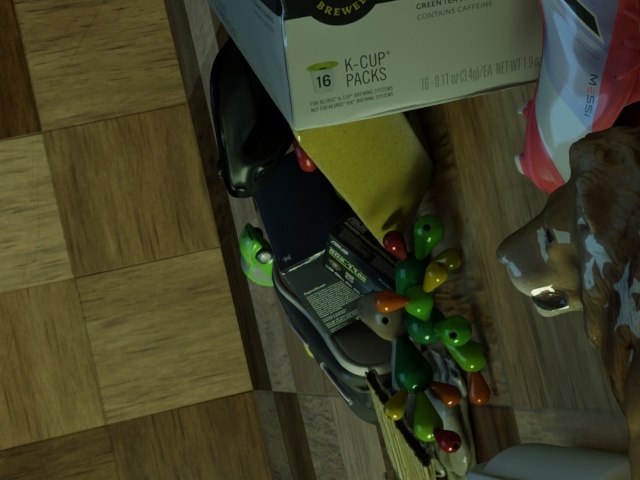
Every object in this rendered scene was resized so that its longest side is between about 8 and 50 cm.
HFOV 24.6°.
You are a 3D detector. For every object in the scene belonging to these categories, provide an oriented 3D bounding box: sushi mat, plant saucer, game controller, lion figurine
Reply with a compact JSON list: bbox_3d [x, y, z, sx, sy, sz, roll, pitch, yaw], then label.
[{"bbox_3d":[0.108,0.284,1.624,0.151,0.019,0.316,55,167,43],"label":"sushi mat"},{"bbox_3d":[0.013,-0.193,1.356,0.333,0.081,0.333,45,-154,-66],"label":"plant saucer"},{"bbox_3d":[-0.061,-0.180,1.671,0.319,0.067,0.166,-64,-38,-58],"label":"game controller"},{"bbox_3d":[0.200,0.107,0.691,0.392,0.142,0.240,-110,8,-65],"label":"lion figurine"}]

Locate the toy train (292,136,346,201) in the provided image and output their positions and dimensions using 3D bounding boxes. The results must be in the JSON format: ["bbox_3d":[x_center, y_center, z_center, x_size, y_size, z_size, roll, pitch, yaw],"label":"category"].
[{"bbox_3d":[0.032,-0.081,1.583,0.143,0.105,0.248,73,178,-64],"label":"toy train"}]

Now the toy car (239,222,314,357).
[{"bbox_3d":[-0.051,0.061,2.017,0.225,0.053,0.239,47,-170,-38],"label":"toy car"}]

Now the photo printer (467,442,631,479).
[{"bbox_3d":[0.197,0.275,1.061,0.307,0.107,0.256,156,101,-79],"label":"photo printer"}]

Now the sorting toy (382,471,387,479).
[{"bbox_3d":[0.081,0.307,1.677,0.083,0.044,0.075,-137,43,-67],"label":"sorting toy"}]

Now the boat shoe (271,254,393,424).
[{"bbox_3d":[0.015,0.107,1.833,0.335,0.112,0.096,-124,29,-56],"label":"boat shoe"}]

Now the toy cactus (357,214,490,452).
[{"bbox_3d":[0.082,0.084,1.411,0.180,0.112,0.219,14,118,64],"label":"toy cactus"}]

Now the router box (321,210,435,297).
[{"bbox_3d":[0.061,0.034,1.535,0.122,0.038,0.092,39,160,10],"label":"router box"}]

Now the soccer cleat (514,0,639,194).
[{"bbox_3d":[0.168,-0.132,0.873,0.095,0.083,0.248,24,127,40],"label":"soccer cleat"}]

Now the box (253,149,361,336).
[{"bbox_3d":[0.000,0.000,1.708,0.158,0.093,0.156,55,-169,-52],"label":"box"}]

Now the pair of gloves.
[{"bbox_3d":[0.116,0.192,1.582,0.240,0.042,0.204,-129,28,-66],"label":"pair of gloves"}]

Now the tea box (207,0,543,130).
[{"bbox_3d":[0.024,-0.297,1.003,0.329,0.220,0.324,-121,21,-59],"label":"tea box"}]
